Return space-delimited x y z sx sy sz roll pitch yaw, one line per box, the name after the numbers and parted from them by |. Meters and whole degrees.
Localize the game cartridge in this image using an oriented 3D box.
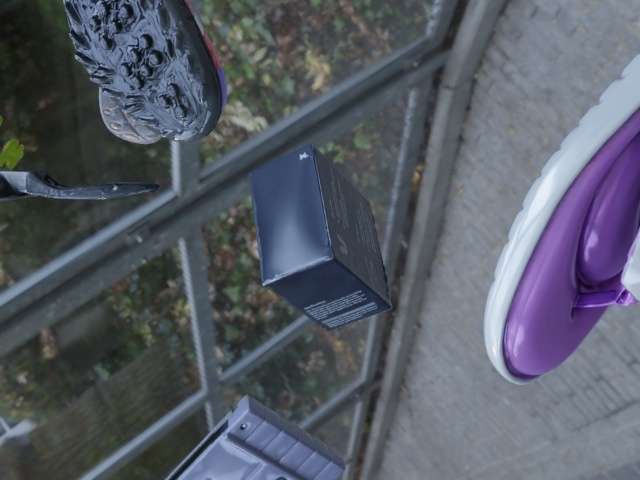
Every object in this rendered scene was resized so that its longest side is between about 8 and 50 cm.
-0.150 0.444 1.547 0.230 0.355 0.068 38 -167 -21 | game cartridge

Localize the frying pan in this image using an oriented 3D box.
-0.350 -0.050 0.946 0.326 0.197 0.053 -5 96 33 | frying pan

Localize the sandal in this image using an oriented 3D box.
0.265 -0.056 0.663 0.169 0.416 0.102 27 -170 -44 | sandal

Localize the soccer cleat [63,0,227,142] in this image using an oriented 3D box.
-0.157 -0.216 0.715 0.318 0.116 0.108 52 126 10 | soccer cleat

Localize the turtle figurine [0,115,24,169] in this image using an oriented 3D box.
-0.569 -0.196 1.434 0.217 0.087 0.270 29 146 35 | turtle figurine

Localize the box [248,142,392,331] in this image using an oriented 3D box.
0.000 0.000 1.076 0.158 0.093 0.156 42 -148 -52 | box

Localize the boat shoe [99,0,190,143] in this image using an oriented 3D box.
-0.223 -0.285 1.184 0.123 0.116 0.324 19 128 4 | boat shoe
